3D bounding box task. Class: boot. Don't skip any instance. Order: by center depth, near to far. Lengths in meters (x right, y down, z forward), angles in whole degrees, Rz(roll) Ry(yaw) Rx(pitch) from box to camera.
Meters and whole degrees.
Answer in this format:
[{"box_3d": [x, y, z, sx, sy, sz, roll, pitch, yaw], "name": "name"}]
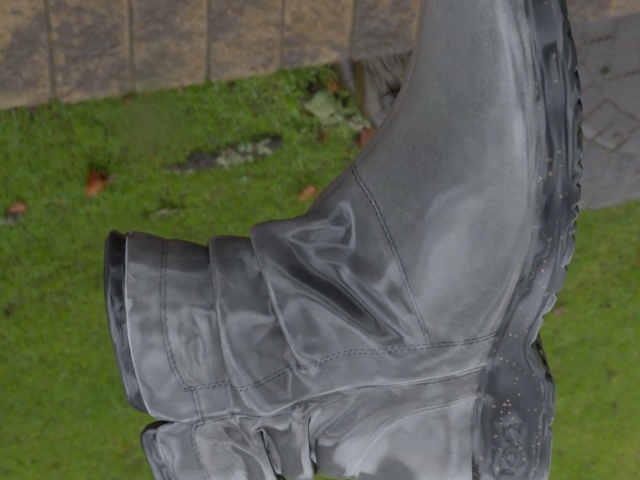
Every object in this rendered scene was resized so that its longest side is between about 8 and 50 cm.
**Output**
[{"box_3d": [0.000, 0.000, 0.541, 0.222, 0.118, 0.338, -2, 116, 1], "name": "boot"}]
